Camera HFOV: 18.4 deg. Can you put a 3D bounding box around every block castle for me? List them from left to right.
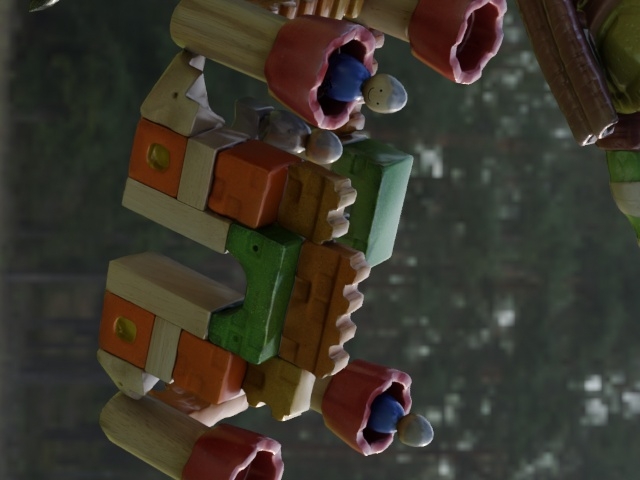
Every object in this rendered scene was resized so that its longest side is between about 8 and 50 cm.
[{"bbox_3d":[0.000,0.000,1.678,0.303,0.212,0.453,-21,130,-53],"label":"block castle"}]

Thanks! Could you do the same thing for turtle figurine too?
[{"bbox_3d":[0.228,-0.067,0.981,0.275,0.197,0.266,52,19,-30],"label":"turtle figurine"}]

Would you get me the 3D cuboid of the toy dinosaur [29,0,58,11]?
[{"bbox_3d":[-0.007,-0.139,0.760,0.268,0.118,0.064,-1,-60,52],"label":"toy dinosaur"}]
